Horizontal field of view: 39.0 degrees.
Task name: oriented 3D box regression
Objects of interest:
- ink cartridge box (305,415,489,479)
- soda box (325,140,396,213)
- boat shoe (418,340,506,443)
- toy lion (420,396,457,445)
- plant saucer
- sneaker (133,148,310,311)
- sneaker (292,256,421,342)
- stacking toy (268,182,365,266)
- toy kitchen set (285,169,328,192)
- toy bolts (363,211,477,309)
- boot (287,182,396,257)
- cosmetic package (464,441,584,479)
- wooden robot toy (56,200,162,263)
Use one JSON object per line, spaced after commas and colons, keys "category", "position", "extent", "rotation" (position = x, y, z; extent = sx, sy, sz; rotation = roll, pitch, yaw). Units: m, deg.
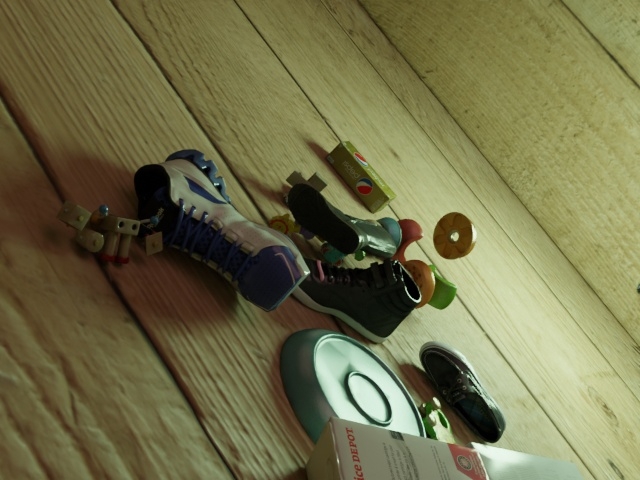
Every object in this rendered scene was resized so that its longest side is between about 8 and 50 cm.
{"category": "ink cartridge box", "position": [0.111, 0.348, 1.205], "extent": [0.237, 0.100, 0.172], "rotation": [16, 28, -18]}
{"category": "soda box", "position": [0.097, -0.151, 2.144], "extent": [0.181, 0.058, 0.061], "rotation": [50, 23, 7]}
{"category": "boat shoe", "position": [0.267, 0.292, 1.708], "extent": [0.228, 0.080, 0.076], "rotation": [53, 21, -5]}
{"category": "toy lion", "position": [0.211, 0.338, 1.589], "extent": [0.096, 0.034, 0.100], "rotation": [52, 22, -6]}
{"category": "plant saucer", "position": [0.067, 0.261, 1.446], "extent": [0.317, 0.044, 0.317], "rotation": [38, 24, -20]}
{"category": "sneaker", "position": [-0.183, -0.010, 1.372], "extent": [0.315, 0.127, 0.182], "rotation": [46, 26, 15]}
{"category": "sneaker", "position": [0.057, 0.066, 1.610], "extent": [0.296, 0.147, 0.104], "rotation": [32, 29, -29]}
{"category": "stacking toy", "position": [0.000, 0.000, 1.751], "extent": [0.221, 0.052, 0.167], "rotation": [43, 25, -13]}
{"category": "toy kitchen set", "position": [-0.035, -0.121, 1.833], "extent": [0.068, 0.083, 0.075], "rotation": [41, 24, -15]}
{"category": "toy bolts", "position": [0.185, 0.009, 1.890], "extent": [0.158, 0.218, 0.228], "rotation": [11, 23, -45]}
{"category": "boot", "position": [0.046, -0.034, 1.725], "extent": [0.189, 0.076, 0.208], "rotation": [47, 20, 15]}
{"category": "cosmetic package", "position": [0.380, 0.504, 1.521], "extent": [0.377, 0.097, 0.284], "rotation": [23, 32, -45]}
{"category": "wooden robot toy", "position": [-0.302, -0.015, 1.255], "extent": [0.079, 0.076, 0.173], "rotation": [19, 3, 38]}
